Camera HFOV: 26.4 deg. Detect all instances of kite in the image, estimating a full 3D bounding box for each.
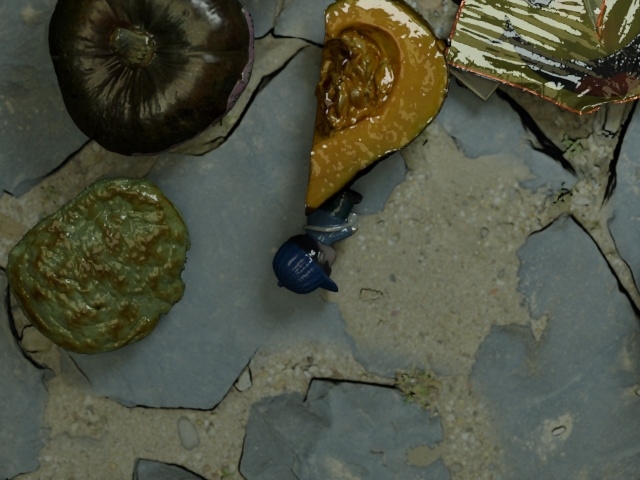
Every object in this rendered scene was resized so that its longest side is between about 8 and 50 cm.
[{"bbox_3d":[0.313,-0.318,1.689,0.377,0.013,0.328,-21,89,0],"label":"kite"}]

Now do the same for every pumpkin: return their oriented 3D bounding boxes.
[{"bbox_3d":[0.070,-0.157,1.698,0.163,0.111,0.279,7,88,-1],"label":"pumpkin"},{"bbox_3d":[-0.214,-0.235,1.662,0.260,0.189,0.260,0,95,4],"label":"pumpkin"}]

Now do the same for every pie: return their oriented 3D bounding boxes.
[{"bbox_3d":[-0.275,0.035,1.750,0.248,0.090,0.201,-35,104,7],"label":"pie"}]

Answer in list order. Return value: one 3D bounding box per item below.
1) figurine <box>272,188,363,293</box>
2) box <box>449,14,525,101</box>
[{"bbox_3d":[0.000,0.000,1.735,0.086,0.087,0.149,30,99,38],"label":"figurine"},{"bbox_3d":[0.200,-0.227,1.713,0.079,0.035,0.083,39,97,-2],"label":"box"}]
